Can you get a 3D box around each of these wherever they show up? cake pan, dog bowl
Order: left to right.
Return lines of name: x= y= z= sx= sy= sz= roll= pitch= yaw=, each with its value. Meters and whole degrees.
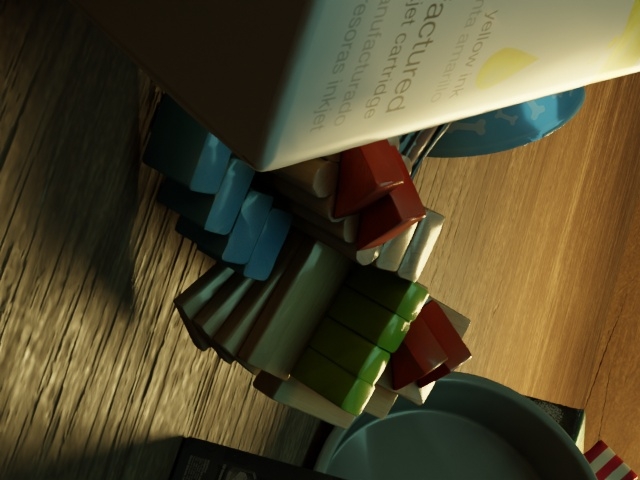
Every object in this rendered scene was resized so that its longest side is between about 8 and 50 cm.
cake pan: x=0.111 y=0.253 z=1.263 sx=0.054 sy=0.293 sz=0.293 roll=-41 pitch=-160 yaw=55
dog bowl: x=0.130 y=-0.169 z=1.168 sx=0.297 sy=0.165 sz=0.074 roll=-57 pitch=143 yaw=-48

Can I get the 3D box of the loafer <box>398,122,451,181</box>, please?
loafer: x=0.031 y=-0.102 z=0.989 sx=0.303 sy=0.109 sz=0.095 roll=-70 pitch=157 yaw=-14

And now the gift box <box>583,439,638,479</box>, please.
gift box: x=0.217 y=0.365 z=1.682 sx=0.255 sy=0.276 sz=0.258 roll=-44 pitch=149 yaw=-38

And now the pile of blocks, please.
pile of blocks: x=0.000 y=0.000 z=0.841 sx=0.149 sy=0.112 sz=0.362 roll=-44 pitch=137 yaw=-19

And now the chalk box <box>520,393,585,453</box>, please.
chalk box: x=0.123 y=0.296 z=1.434 sx=0.179 sy=0.180 sz=0.289 roll=83 pitch=27 yaw=-48

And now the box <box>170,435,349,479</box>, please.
box: x=-0.028 y=0.251 z=0.914 sx=0.059 sy=0.183 sz=0.233 roll=61 pitch=44 yaw=-65

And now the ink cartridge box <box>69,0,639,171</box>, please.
ink cartridge box: x=0.102 y=-0.215 z=0.666 sx=0.384 sy=0.160 sz=0.279 roll=-18 pitch=139 yaw=-42
